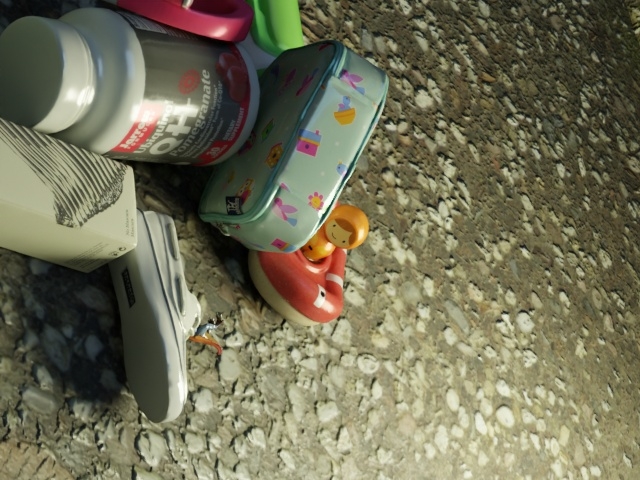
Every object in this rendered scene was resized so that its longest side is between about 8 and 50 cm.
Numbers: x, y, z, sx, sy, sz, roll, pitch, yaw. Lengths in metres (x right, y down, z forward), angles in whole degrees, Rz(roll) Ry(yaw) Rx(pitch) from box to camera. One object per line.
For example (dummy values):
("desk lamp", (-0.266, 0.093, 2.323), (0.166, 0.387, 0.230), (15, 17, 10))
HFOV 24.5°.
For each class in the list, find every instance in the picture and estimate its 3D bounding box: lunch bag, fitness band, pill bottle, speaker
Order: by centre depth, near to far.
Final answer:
("pill bottle", (-0.236, -0.185, 1.781), (0.318, 0.176, 0.176), (2, 68, -52))
("fitness band", (-0.222, -0.322, 1.843), (0.291, 0.054, 0.209), (22, 13, 0))
("lunch bag", (-0.046, -0.118, 1.898), (0.108, 0.224, 0.279), (33, 77, -27))
("speaker", (-0.090, -0.323, 2.101), (0.131, 0.131, 0.296), (18, 55, -46))

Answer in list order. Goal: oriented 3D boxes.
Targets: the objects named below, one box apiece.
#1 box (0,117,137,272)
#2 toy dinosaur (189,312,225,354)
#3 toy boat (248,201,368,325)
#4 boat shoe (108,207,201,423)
("box", (-0.336, -0.058, 1.643), (0.275, 0.094, 0.113), (20, 54, -46))
("toy dinosaur", (-0.159, 0.111, 1.821), (0.082, 0.047, 0.090), (-21, 99, -35))
("toy boat", (0.000, 0.000, 1.994), (0.151, 0.151, 0.231), (37, 43, -33))
("boat shoe", (-0.187, 0.086, 1.747), (0.088, 0.096, 0.267), (2, 59, -36))
